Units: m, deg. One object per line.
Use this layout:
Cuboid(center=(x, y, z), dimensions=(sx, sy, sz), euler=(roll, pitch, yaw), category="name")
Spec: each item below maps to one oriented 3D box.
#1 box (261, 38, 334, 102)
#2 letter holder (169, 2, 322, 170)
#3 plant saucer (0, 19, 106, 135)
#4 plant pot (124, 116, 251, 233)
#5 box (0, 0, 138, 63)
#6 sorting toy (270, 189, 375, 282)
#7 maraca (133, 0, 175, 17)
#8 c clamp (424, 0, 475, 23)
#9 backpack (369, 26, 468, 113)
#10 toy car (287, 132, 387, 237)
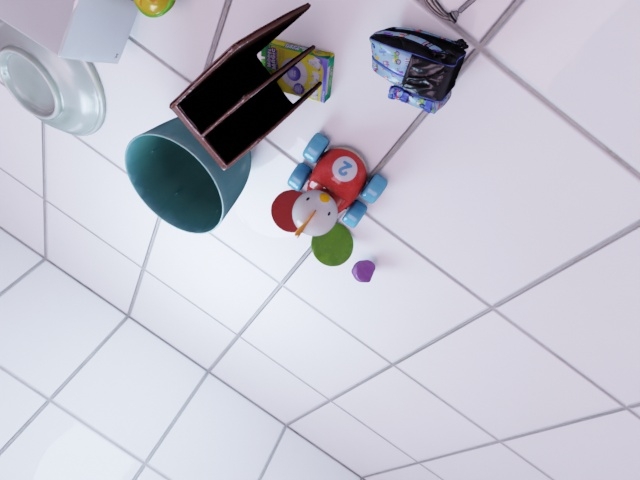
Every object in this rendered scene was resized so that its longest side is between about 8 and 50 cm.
Cuboid(center=(-0.061, -0.389, 1.005), dimensions=(0.179, 0.043, 0.105), euler=(20, 135, 15), category="box")
Cuboid(center=(-0.098, -0.308, 0.851), dimensions=(0.214, 0.302, 0.152), euler=(-24, 113, 40), category="letter holder")
Cuboid(center=(-0.845, -0.483, 1.328), dimensions=(0.399, 0.101, 0.401), euler=(16, 135, 17), category="plant saucer")
Cuboid(center=(-0.322, -0.204, 1.179), dimensions=(0.292, 0.235, 0.293), euler=(16, 135, 17), category="plant pot")
Cuboid(center=(-0.641, -0.578, 1.008), dimensions=(0.345, 0.215, 0.168), euler=(33, 111, -1), category="box")
Cuboid(center=(0.000, 0.000, 1.302), dimensions=(0.365, 0.127, 0.126), euler=(39, 166, -10), category="sorting toy")
Cuboid(center=(-0.372, -0.590, 0.967), dimensions=(0.127, 0.099, 0.186), euler=(0, 103, 19), category="maraca")
Cuboid(center=(0.266, -0.448, 0.778), dimensions=(0.160, 0.022, 0.137), euler=(-24, 114, 41), category="c clamp")
Cuboid(center=(0.172, -0.333, 0.838), dimensions=(0.173, 0.158, 0.117), euler=(24, 129, 13), category="backpack")
Cuboid(center=(0.008, -0.098, 1.083), dimensions=(0.219, 0.238, 0.210), euler=(34, 137, -2), category="toy car")
